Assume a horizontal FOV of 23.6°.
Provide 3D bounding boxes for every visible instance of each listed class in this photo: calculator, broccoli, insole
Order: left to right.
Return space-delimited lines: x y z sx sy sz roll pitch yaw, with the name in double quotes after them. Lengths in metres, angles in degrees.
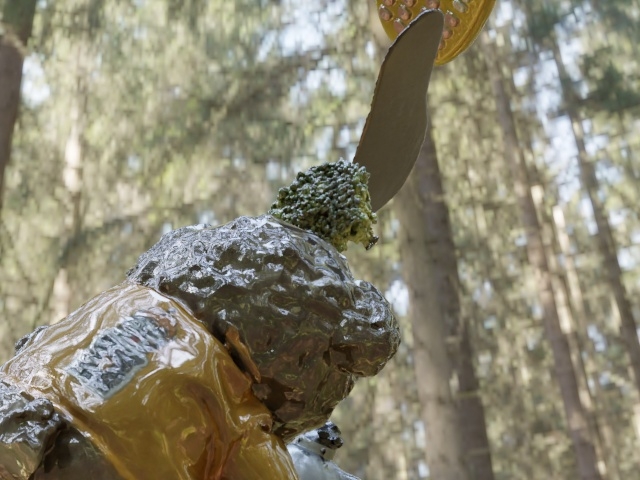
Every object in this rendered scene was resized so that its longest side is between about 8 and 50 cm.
0.000 0.000 1.045 0.095 0.097 0.092 -21 -34 5 "broccoli"
0.070 -0.109 1.451 0.111 0.007 0.328 -39 -19 -23 "insole"
0.121 -0.278 1.528 0.032 0.146 0.235 -27 -28 -39 "calculator"

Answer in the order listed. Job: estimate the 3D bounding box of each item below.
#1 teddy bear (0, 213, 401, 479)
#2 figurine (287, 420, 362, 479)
-0.061 0.068 0.602 0.177 0.190 0.140 23 -32 32 "teddy bear"
-0.037 0.241 1.327 0.147 0.192 0.126 30 -9 8 "figurine"
